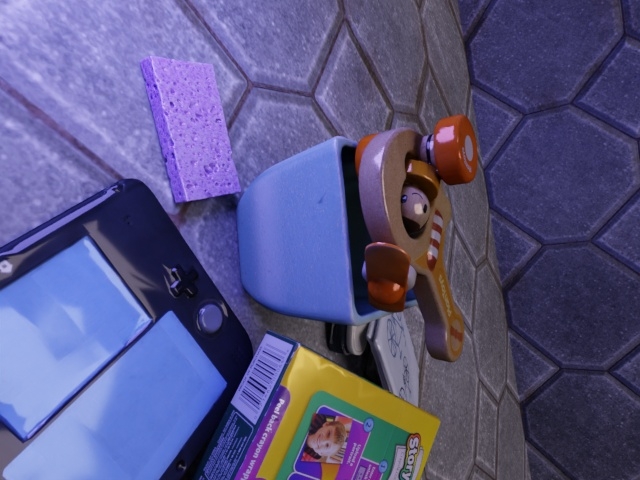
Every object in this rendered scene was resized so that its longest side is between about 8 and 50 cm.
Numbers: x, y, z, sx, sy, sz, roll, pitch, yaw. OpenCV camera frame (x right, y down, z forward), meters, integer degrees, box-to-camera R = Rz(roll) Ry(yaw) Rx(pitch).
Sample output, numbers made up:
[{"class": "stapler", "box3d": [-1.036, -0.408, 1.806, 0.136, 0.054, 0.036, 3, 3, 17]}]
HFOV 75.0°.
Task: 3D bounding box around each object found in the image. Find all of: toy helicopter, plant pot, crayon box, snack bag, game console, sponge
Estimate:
[{"class": "toy helicopter", "box3d": [0.131, 0.033, 0.542, 0.235, 0.140, 0.355, -51, 127, -44]}, {"class": "plant pot", "box3d": [0.000, 0.000, 0.694, 0.247, 0.252, 0.248, -1, 84, -55]}, {"class": "crayon box", "box3d": [-0.018, 0.362, 0.586, 0.313, 0.106, 0.363, 36, 72, -28]}, {"class": "snack bag", "box3d": [0.190, 0.289, 1.028, 0.323, 0.037, 0.343, -59, 134, -63]}, {"class": "game console", "box3d": [-0.254, 0.155, 0.472, 0.387, 0.060, 0.342, -52, 125, -47]}, {"class": "sponge", "box3d": [-0.194, -0.169, 0.641, 0.117, 0.031, 0.210, -21, 101, -55]}]

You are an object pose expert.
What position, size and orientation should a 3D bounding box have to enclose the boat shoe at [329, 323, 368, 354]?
[{"class": "boat shoe", "box3d": [0.061, 0.118, 0.912, 0.095, 0.078, 0.255, 16, 74, -56]}]
